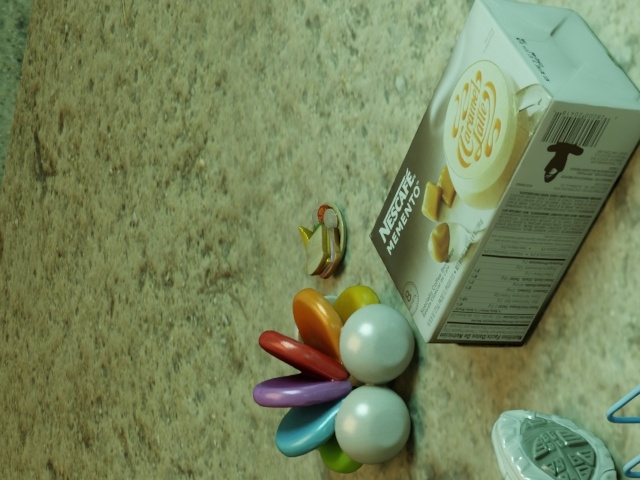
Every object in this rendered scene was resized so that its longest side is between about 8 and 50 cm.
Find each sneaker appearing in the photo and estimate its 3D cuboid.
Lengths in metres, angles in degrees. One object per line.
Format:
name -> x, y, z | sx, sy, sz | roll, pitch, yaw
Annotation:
sneaker -> 0.180, 0.225, 1.069 | 0.232, 0.090, 0.115 | -117, 35, -47

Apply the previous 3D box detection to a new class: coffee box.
coffee box -> 0.144, -0.050, 1.154 | 0.246, 0.098, 0.141 | -66, 33, 36

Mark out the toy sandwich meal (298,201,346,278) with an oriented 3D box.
toy sandwich meal -> 0.000, 0.000, 1.522 | 0.085, 0.029, 0.085 | -12, 77, 63

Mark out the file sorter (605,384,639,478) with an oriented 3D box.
file sorter -> 0.261, 0.159, 0.886 | 0.118, 0.104, 0.170 | -51, 43, 49

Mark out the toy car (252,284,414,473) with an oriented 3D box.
toy car -> 0.002, 0.132, 1.383 | 0.159, 0.136, 0.182 | 3, 90, 64
